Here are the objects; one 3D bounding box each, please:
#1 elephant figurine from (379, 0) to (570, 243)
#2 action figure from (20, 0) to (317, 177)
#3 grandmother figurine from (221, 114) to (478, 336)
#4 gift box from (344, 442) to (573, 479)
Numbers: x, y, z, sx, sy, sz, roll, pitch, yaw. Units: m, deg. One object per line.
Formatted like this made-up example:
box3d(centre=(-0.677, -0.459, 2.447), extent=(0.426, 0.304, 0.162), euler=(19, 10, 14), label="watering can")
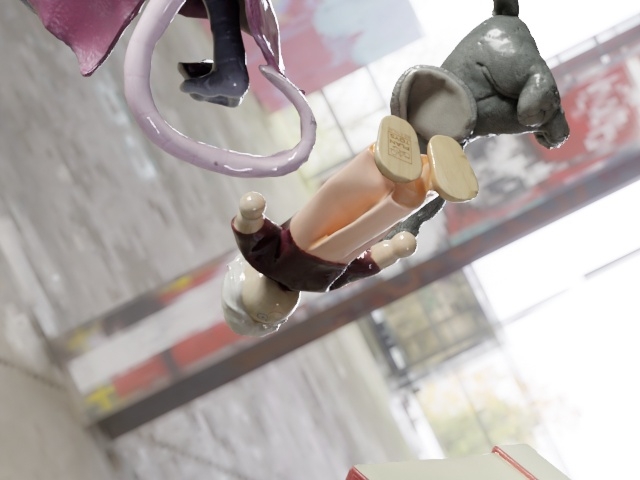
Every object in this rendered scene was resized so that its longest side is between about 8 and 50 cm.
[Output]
box3d(centre=(0.139, -0.134, 1.818), extent=(0.169, 0.239, 0.186), euler=(64, 5, -53), label="elephant figurine")
box3d(centre=(-0.079, -0.266, 0.986), extent=(0.248, 0.370, 0.275), euler=(10, 34, -27), label="action figure")
box3d(centre=(0.000, 0.000, 1.710), extent=(0.208, 0.342, 0.104), euler=(25, 48, -22), label="grandmother figurine")
box3d(centre=(0.131, 0.333, 1.351), extent=(0.258, 0.276, 0.255), euler=(1, 32, -43), label="gift box")
